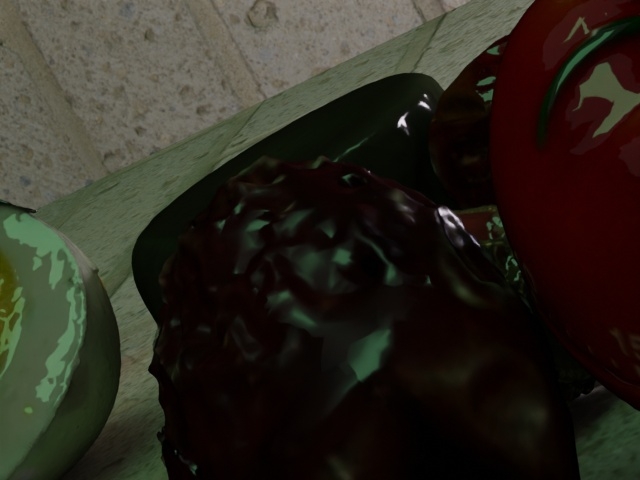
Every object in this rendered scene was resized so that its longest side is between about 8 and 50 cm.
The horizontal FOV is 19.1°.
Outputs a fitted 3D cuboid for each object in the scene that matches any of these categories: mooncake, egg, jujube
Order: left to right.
[{"bbox_3d":[-0.321,0.145,1.896,0.337,0.201,0.337,-13,60,23],"label":"egg"},{"bbox_3d":[0.000,0.000,1.830,0.356,0.194,0.356,-31,11,7],"label":"mooncake"},{"bbox_3d":[0.016,0.096,1.175,0.258,0.258,0.377,-30,40,-6],"label":"jujube"},{"bbox_3d":[0.247,-0.131,1.728,0.342,0.216,0.216,-29,11,-32],"label":"jujube"}]

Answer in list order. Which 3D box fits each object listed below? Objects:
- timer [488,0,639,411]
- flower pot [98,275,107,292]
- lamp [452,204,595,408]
[{"bbox_3d":[0.290,-0.055,1.112,0.378,0.279,0.378,-18,41,16],"label":"timer"},{"bbox_3d":[-0.337,0.123,2.121,0.195,0.195,0.179,-25,25,14],"label":"flower pot"},{"bbox_3d":[0.088,0.067,1.429,0.177,0.177,0.274,-37,16,-34],"label":"lamp"}]
